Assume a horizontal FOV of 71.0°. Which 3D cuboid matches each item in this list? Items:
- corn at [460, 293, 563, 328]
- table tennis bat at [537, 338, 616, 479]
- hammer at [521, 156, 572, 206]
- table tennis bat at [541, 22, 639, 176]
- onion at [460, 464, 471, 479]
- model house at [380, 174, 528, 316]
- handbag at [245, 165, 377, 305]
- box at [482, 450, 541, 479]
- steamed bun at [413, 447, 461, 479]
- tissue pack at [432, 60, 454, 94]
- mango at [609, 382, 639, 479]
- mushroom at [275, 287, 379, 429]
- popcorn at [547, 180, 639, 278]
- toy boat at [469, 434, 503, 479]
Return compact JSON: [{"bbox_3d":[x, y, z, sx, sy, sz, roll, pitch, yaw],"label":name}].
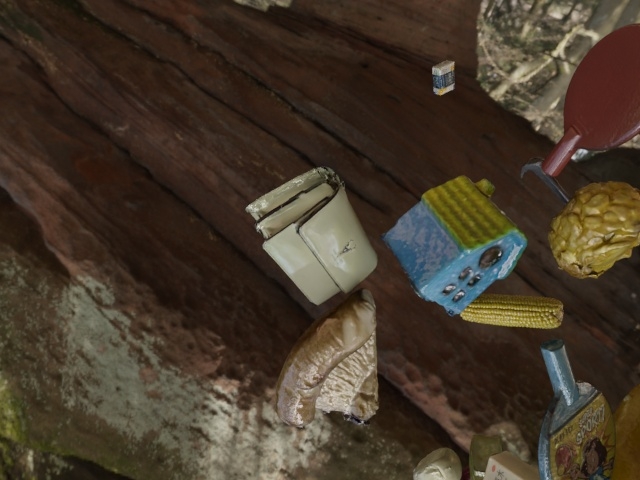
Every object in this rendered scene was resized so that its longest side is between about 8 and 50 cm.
[{"bbox_3d":[0.478,0.178,1.143,0.248,0.081,0.081,0,-167,27],"label":"corn"},{"bbox_3d":[0.461,0.339,0.820,0.215,0.329,0.044,-21,-171,-27],"label":"table tennis bat"},{"bbox_3d":[0.676,-0.130,1.266,0.290,0.037,0.137,40,175,-21],"label":"hammer"},{"bbox_3d":[0.520,-0.247,0.846,0.038,0.310,0.200,1,-129,-14],"label":"table tennis bat"},{"bbox_3d":[0.626,0.956,1.678,0.230,0.272,0.256,15,177,-23],"label":"onion"},{"bbox_3d":[0.333,-0.003,1.104,0.215,0.303,0.237,26,-155,-38],"label":"model house"},{"bbox_3d":[0.000,0.000,1.173,0.160,0.236,0.358,57,180,38],"label":"handbag"},{"bbox_3d":[0.472,0.653,1.080,0.095,0.212,0.168,9,-173,-39],"label":"box"},{"bbox_3d":[0.312,0.602,1.165,0.091,0.130,0.112,50,-155,15],"label":"steamed bun"},{"bbox_3d":[0.365,-0.481,1.328,0.062,0.083,0.042,-27,-142,-15],"label":"tissue pack"},{"bbox_3d":[0.700,0.494,0.926,0.301,0.220,0.445,21,-125,12],"label":"mango"},{"bbox_3d":[0.026,0.320,1.307,0.313,0.397,0.224,0,-160,-7],"label":"mushroom"},{"bbox_3d":[0.652,-0.026,1.050,0.190,0.250,0.250,44,-150,21],"label":"popcorn"},{"bbox_3d":[0.537,0.707,1.445,0.111,0.084,0.276,0,-170,20],"label":"toy boat"}]
